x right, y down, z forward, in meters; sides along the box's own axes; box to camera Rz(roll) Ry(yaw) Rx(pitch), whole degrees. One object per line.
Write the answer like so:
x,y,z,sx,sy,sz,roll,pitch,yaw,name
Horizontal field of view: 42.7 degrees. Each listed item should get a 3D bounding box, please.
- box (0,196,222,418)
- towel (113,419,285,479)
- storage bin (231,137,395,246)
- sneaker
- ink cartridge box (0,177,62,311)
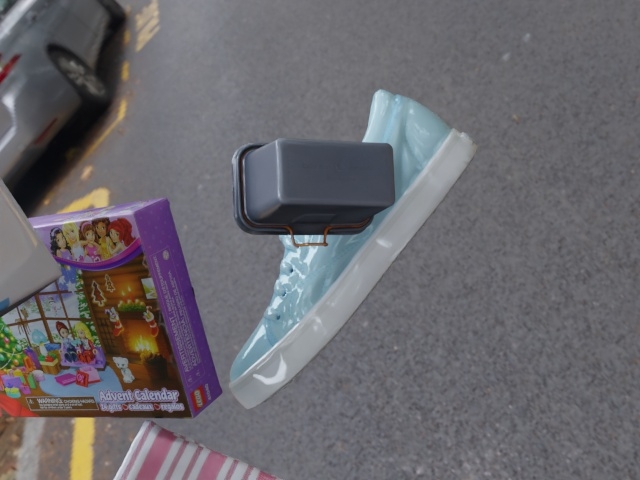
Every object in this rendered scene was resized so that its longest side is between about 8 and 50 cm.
-0.254,0.076,0.813,0.293,0.201,0.057,-7,14,28,box
-0.109,0.270,0.766,0.029,0.197,0.144,117,178,-66,towel
-0.001,-0.045,0.716,0.091,0.135,0.098,162,107,-69,storage bin
0.000,0.000,0.862,0.366,0.150,0.135,-51,-3,-9,sneaker
-0.398,0.035,0.637,0.270,0.197,0.198,-30,6,13,ink cartridge box
